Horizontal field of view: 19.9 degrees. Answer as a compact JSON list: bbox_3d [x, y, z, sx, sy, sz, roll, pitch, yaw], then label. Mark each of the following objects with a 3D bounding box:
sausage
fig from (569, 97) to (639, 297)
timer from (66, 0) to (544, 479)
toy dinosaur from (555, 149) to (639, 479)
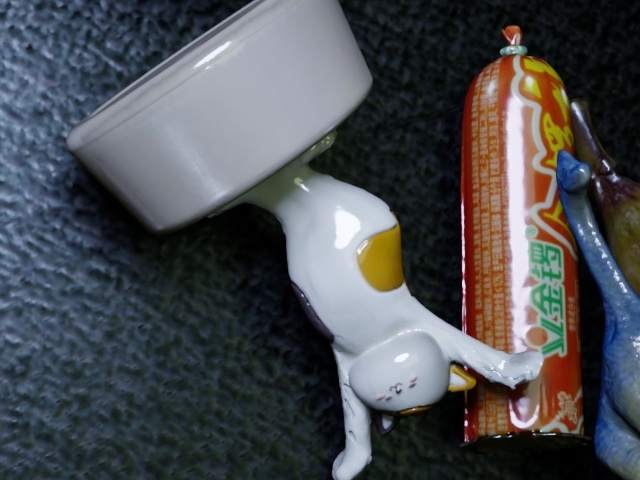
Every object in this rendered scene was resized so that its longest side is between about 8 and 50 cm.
[{"bbox_3d":[0.120,-0.003,1.114,0.083,0.083,0.264,2,80,-15],"label":"sausage"},{"bbox_3d":[0.242,0.015,1.121,0.170,0.145,0.274,-40,79,-20],"label":"fig"},{"bbox_3d":[0.000,0.000,1.041,0.175,0.175,0.266,-38,99,-18],"label":"timer"},{"bbox_3d":[0.179,0.091,1.082,0.075,0.247,0.188,-20,47,-26],"label":"toy dinosaur"}]
